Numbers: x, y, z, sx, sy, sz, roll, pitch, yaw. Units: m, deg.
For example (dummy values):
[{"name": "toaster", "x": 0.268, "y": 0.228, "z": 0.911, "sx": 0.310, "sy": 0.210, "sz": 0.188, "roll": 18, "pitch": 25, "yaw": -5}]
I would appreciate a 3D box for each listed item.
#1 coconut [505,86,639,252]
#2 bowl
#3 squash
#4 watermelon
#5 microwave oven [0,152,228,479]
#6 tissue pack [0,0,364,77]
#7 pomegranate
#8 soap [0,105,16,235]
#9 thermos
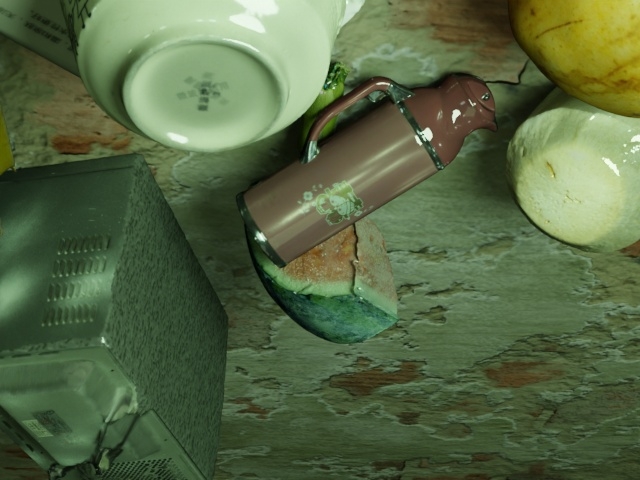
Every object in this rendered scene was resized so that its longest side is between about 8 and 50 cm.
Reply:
[{"name": "coconut", "x": 0.340, "y": -0.101, "z": 1.160, "sx": 0.202, "sy": 0.222, "sz": 0.202, "roll": 20, "pitch": 128, "yaw": 28}, {"name": "bowl", "x": -0.092, "y": -0.158, "z": 0.771, "sx": 0.238, "sy": 0.126, "sz": 0.237, "roll": -4, "pitch": 143, "yaw": -3}, {"name": "squash", "x": 0.001, "y": -0.154, "z": 1.200, "sx": 0.052, "sy": 0.052, "sz": 0.183, "roll": 3, "pitch": 149, "yaw": -5}, {"name": "watermelon", "x": 0.000, "y": 0.000, "z": 1.292, "sx": 0.148, "sy": 0.318, "sz": 0.226, "roll": 31, "pitch": 96, "yaw": -33}, {"name": "microwave oven", "x": -0.314, "y": 0.146, "z": 1.389, "sx": 0.237, "sy": 0.374, "sz": 0.432, "roll": -6, "pitch": 143, "yaw": 11}, {"name": "tissue pack", "x": -0.171, "y": -0.281, "z": 0.863, "sx": 0.357, "sy": 0.193, "sz": 0.266, "roll": 28, "pitch": 134, "yaw": -36}, {"name": "pomegranate", "x": 0.309, "y": -0.237, "z": 0.882, "sx": 0.265, "sy": 0.264, "sz": 0.264, "roll": 0, "pitch": 148, "yaw": 0}, {"name": "soap", "x": -0.530, "y": -0.146, "z": 1.116, "sx": 0.294, "sy": 0.156, "sz": 0.335, "roll": 5, "pitch": 148, "yaw": -3}, {"name": "thermos", "x": 0.056, "y": -0.108, "z": 1.181, "sx": 0.330, "sy": 0.136, "sz": 0.109, "roll": -31, "pitch": 178, "yaw": 9}]
